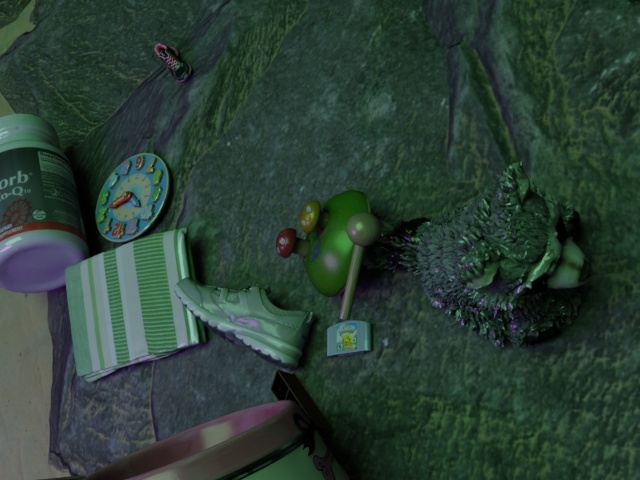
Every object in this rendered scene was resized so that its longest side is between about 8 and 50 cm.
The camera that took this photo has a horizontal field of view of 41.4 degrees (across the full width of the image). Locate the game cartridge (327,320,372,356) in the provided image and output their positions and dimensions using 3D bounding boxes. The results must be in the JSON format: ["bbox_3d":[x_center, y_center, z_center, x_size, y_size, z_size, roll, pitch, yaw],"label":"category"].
[{"bbox_3d":[0.047,0.161,1.398,0.083,0.017,0.056,-13,62,30],"label":"game cartridge"}]

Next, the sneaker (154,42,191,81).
[{"bbox_3d":[-0.325,-0.390,1.839,0.047,0.057,0.119,-47,54,9],"label":"sneaker"}]

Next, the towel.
[{"bbox_3d":[-0.370,0.127,1.661,0.325,0.038,0.247,-19,74,29],"label":"towel"}]

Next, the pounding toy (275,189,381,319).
[{"bbox_3d":[0.000,0.000,1.362,0.237,0.110,0.183,-126,55,-69],"label":"pounding toy"}]

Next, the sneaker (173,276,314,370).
[{"bbox_3d":[-0.132,0.125,1.492,0.281,0.105,0.115,25,74,24],"label":"sneaker"}]

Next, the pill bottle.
[{"bbox_3d":[-0.635,-0.085,1.840,0.210,0.210,0.363,-34,57,20],"label":"pill bottle"}]

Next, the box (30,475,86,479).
[{"bbox_3d":[-0.478,0.503,1.390,0.381,0.191,0.143,117,147,-60],"label":"box"}]

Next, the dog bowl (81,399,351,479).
[{"bbox_3d":[-0.167,0.356,1.204,0.408,0.408,0.150,-22,86,26],"label":"dog bowl"}]

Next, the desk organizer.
[{"bbox_3d":[-0.040,0.275,1.392,0.047,0.050,0.130,-48,53,10],"label":"desk organizer"}]

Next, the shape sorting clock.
[{"bbox_3d":[-0.400,-0.092,1.787,0.206,0.040,0.206,-13,66,30],"label":"shape sorting clock"}]

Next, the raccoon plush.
[{"bbox_3d":[0.167,0.021,1.188,0.447,0.299,0.216,-4,71,34],"label":"raccoon plush"}]
